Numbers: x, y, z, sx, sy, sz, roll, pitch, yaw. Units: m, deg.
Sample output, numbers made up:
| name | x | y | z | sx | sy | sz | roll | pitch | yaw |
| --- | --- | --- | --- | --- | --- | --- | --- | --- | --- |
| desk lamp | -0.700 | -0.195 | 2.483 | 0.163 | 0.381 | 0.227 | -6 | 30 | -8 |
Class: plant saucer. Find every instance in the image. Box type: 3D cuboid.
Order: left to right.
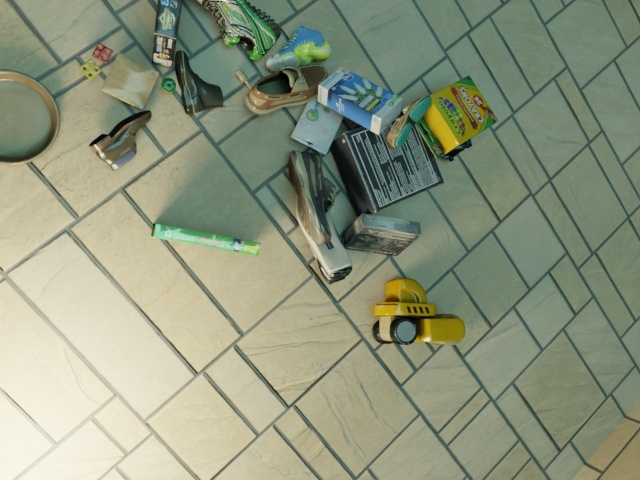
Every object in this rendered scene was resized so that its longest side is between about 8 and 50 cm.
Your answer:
| name | x | y | z | sx | sy | sz | roll | pitch | yaw |
| --- | --- | --- | --- | --- | --- | --- | --- | --- | --- |
| plant saucer | -0.920 | -0.361 | 1.565 | 0.277 | 0.041 | 0.278 | -1 | 93 | -20 |

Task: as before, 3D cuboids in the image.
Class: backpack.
| name | x | y | z | sx | sy | sz | roll | pitch | yaw |
| --- | --- | --- | --- | --- | --- | --- | --- | --- | --- |
| backpack | 0.458 | -0.384 | 1.996 | 0.173 | 0.158 | 0.117 | 6 | 72 | -17 |

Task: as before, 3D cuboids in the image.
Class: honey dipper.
| name | x | y | z | sx | sy | sz | roll | pitch | yaw |
| --- | --- | --- | --- | --- | --- | --- | --- | --- | --- |
| honey dipper | -0.231 | -0.511 | 1.813 | 0.030 | 0.030 | 0.161 | -42 | 109 | -14 |

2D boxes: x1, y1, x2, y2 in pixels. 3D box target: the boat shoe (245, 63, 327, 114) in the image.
| name | x | y | z | sx | sy | sz | roll | pitch | yaw |
| --- | --- | --- | --- | --- | --- | --- | --- | --- | --- |
| boat shoe | -0.100 | -0.524 | 1.788 | 0.324 | 0.116 | 0.123 | -33 | 84 | -26 |

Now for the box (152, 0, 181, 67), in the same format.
| name | x | y | z | sx | sy | sz | roll | pitch | yaw |
| --- | --- | --- | --- | --- | --- | --- | --- | --- | --- |
| box | -0.453 | -0.705 | 1.584 | 0.073 | 0.293 | 0.296 | 6 | 89 | -20 |

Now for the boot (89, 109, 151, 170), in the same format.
| name | x | y | z | sx | sy | sz | roll | pitch | yaw |
| --- | --- | --- | --- | --- | --- | --- | --- | --- | --- |
| boot | -0.607 | -0.318 | 1.674 | 0.219 | 0.082 | 0.106 | -40 | 126 | -18 |

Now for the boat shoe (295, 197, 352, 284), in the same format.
| name | x | y | z | sx | sy | sz | roll | pitch | yaw |
| --- | --- | --- | --- | --- | --- | --- | --- | --- | --- |
| boat shoe | 0.000 | 0.000 | 1.875 | 0.127 | 0.158 | 0.341 | -17 | 70 | -14 |

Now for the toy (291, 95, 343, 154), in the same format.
| name | x | y | z | sx | sy | sz | roll | pitch | yaw |
| --- | --- | --- | --- | --- | --- | --- | --- | --- | --- |
| toy | 0.001 | -0.427 | 1.880 | 0.136 | 0.056 | 0.237 | 26 | 77 | -6 |

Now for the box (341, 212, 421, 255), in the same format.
| name | x | y | z | sx | sy | sz | roll | pitch | yaw |
| --- | --- | --- | --- | --- | --- | --- | --- | --- | --- |
| box | 0.215 | -0.018 | 1.907 | 0.231 | 0.183 | 0.056 | 7 | 61 | -19 |

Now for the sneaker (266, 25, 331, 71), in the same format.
| name | x | y | z | sx | sy | sz | roll | pitch | yaw |
| --- | --- | --- | --- | --- | --- | --- | --- | --- | --- |
| sneaker | -0.088 | -0.666 | 1.839 | 0.240 | 0.091 | 0.126 | -17 | 79 | -18 |

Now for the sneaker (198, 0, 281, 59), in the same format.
| name | x | y | z | sx | sy | sz | roll | pitch | yaw |
| --- | --- | --- | --- | --- | --- | --- | --- | --- | --- |
| sneaker | -0.294 | -0.725 | 1.715 | 0.343 | 0.134 | 0.146 | 32 | 85 | -25 |

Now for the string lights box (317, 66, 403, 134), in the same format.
| name | x | y | z | sx | sy | sz | roll | pitch | yaw |
| --- | --- | --- | --- | --- | --- | --- | --- | --- | --- |
| string lights box | 0.132 | -0.476 | 1.799 | 0.259 | 0.077 | 0.133 | 33 | 61 | 19 |

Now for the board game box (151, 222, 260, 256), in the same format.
| name | x | y | z | sx | sy | sz | roll | pitch | yaw |
| --- | --- | --- | --- | --- | --- | --- | --- | --- | --- |
| board game box | -0.369 | -0.003 | 1.683 | 0.317 | 0.213 | 0.046 | 12 | 88 | -19 |

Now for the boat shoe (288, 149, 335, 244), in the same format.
| name | x | y | z | sx | sy | sz | roll | pitch | yaw |
| --- | --- | --- | --- | --- | --- | --- | --- | --- | --- |
| boat shoe | -0.009 | -0.160 | 1.787 | 0.130 | 0.132 | 0.356 | -11 | 69 | -14 |

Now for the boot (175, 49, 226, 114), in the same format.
| name | x | y | z | sx | sy | sz | roll | pitch | yaw |
| --- | --- | --- | --- | --- | --- | --- | --- | --- | --- |
| boot | -0.393 | -0.523 | 1.737 | 0.137 | 0.077 | 0.198 | -15 | 110 | -23 |

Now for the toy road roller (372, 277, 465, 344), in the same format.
| name | x | y | z | sx | sy | sz | roll | pitch | yaw |
| --- | --- | --- | --- | --- | --- | --- | --- | --- | --- |
| toy road roller | 0.357 | 0.264 | 1.965 | 0.329 | 0.202 | 0.241 | 4 | 80 | -18 |

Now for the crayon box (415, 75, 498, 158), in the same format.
| name | x | y | z | sx | sy | sz | roll | pitch | yaw |
| --- | --- | --- | --- | --- | --- | --- | --- | --- | --- |
| crayon box | 0.471 | -0.439 | 1.872 | 0.318 | 0.081 | 0.202 | -34 | 91 | -34 |

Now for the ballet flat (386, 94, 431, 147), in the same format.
| name | x | y | z | sx | sy | sz | roll | pitch | yaw |
| --- | --- | --- | --- | --- | --- | --- | --- | --- | --- |
| ballet flat | 0.289 | -0.408 | 1.775 | 0.206 | 0.067 | 0.073 | -54 | 140 | 2 |

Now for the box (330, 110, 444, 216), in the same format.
| name | x | y | z | sx | sy | sz | roll | pitch | yaw |
| --- | --- | --- | --- | --- | --- | --- | --- | --- | --- |
| box | 0.230 | -0.276 | 1.896 | 0.294 | 0.182 | 0.296 | -23 | 94 | -19 |

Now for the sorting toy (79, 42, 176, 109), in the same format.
| name | x | y | z | sx | sy | sz | roll | pitch | yaw |
| --- | --- | --- | --- | --- | --- | --- | --- | --- | --- |
| sorting toy | -0.606 | -0.501 | 1.668 | 0.274 | 0.046 | 0.132 | 24 | 84 | -19 |
